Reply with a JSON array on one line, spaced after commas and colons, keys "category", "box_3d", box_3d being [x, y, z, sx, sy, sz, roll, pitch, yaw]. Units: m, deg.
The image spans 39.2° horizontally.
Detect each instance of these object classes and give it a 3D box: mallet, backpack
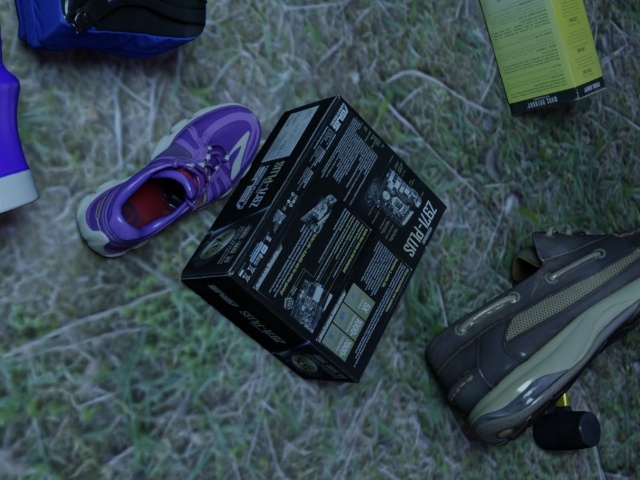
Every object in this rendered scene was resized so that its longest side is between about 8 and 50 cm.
[{"category": "mallet", "box_3d": [0.250, 0.120, 0.917, 0.039, 0.062, 0.189, 5, 82, -39]}, {"category": "backpack", "box_3d": [-0.146, -0.176, 0.620, 0.120, 0.101, 0.097, -7, 92, -41]}]

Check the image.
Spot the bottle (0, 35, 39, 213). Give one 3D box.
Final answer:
[{"category": "bottle", "box_3d": [-0.248, -0.146, 0.528, 0.092, 0.118, 0.282, -26, 100, -36]}]

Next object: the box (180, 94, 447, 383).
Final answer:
[{"category": "box", "box_3d": [0.000, 0.000, 0.729, 0.147, 0.078, 0.180, 42, 63, -27]}]

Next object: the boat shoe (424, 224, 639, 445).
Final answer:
[{"category": "boat shoe", "box_3d": [0.244, 0.041, 0.859, 0.355, 0.132, 0.130, -34, 68, -27]}]

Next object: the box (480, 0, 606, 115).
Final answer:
[{"category": "box", "box_3d": [0.210, -0.250, 0.909, 0.058, 0.087, 0.232, -25, 100, -38]}]

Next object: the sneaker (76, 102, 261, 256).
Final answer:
[{"category": "sneaker", "box_3d": [-0.097, -0.044, 0.664, 0.170, 0.071, 0.068, -45, 112, -32]}]
